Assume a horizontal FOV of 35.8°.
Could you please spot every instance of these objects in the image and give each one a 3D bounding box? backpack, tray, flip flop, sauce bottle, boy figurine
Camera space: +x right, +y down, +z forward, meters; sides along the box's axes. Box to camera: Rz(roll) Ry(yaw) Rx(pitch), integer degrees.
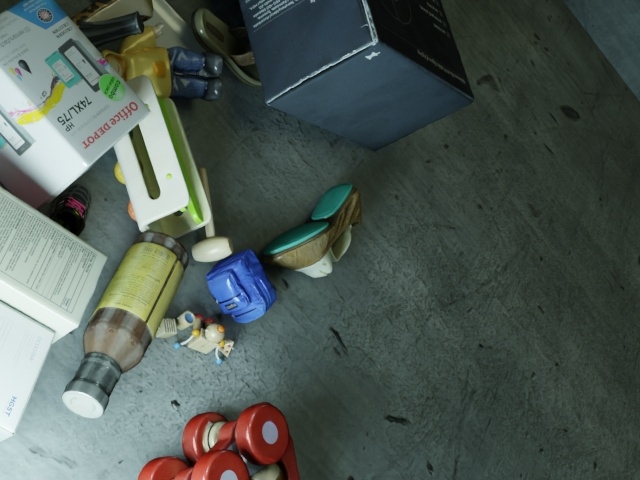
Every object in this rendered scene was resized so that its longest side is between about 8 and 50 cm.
[{"bbox_3d":[-0.150,0.096,1.855,0.120,0.098,0.101,58,38,-15],"label":"backpack"},{"bbox_3d":[-0.341,-0.437,2.035,0.270,0.030,0.145,46,43,-15],"label":"tray"},{"bbox_3d":[-0.169,-0.421,2.137,0.277,0.080,0.112,33,43,-50],"label":"flip flop"},{"bbox_3d":[-0.324,0.134,1.641,0.111,0.111,0.344,42,43,-20],"label":"sauce bottle"},{"bbox_3d":[-0.329,-0.332,1.909,0.285,0.092,0.177,-1,98,-39],"label":"boy figurine"}]

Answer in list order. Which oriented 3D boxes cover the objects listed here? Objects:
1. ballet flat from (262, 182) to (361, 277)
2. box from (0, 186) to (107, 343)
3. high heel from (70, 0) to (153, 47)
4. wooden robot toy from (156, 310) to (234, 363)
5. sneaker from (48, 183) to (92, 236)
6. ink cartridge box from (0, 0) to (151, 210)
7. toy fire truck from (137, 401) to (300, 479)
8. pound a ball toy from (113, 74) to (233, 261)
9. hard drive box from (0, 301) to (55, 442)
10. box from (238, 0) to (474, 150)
[{"bbox_3d":[0.000,0.000,2.074,0.342,0.116,0.124,-47,122,-53],"label":"ballet flat"},{"bbox_3d":[-0.475,0.040,1.534,0.232,0.127,0.149,37,45,-25],"label":"box"},{"bbox_3d":[-0.422,-0.436,1.902,0.261,0.186,0.093,-94,168,-57],"label":"high heel"},{"bbox_3d":[-0.205,0.159,1.772,0.173,0.079,0.076,26,50,-34],"label":"wooden robot toy"},{"bbox_3d":[-0.423,-0.039,1.674,0.063,0.075,0.170,41,43,-20],"label":"sneaker"},{"bbox_3d":[-0.469,-0.228,1.647,0.270,0.197,0.198,49,42,-12],"label":"ink cartridge box"},{"bbox_3d":[-0.135,0.422,1.627,0.302,0.169,0.254,-42,111,-49],"label":"toy fire truck"},{"bbox_3d":[-0.293,-0.113,1.832,0.208,0.135,0.319,45,23,-70],"label":"pound a ball toy"},{"bbox_3d":[-0.528,0.164,1.433,0.232,0.089,0.181,35,46,-25],"label":"hard drive box"},{"bbox_3d":[0.065,-0.510,2.219,0.480,0.297,0.472,15,54,-56],"label":"box"}]
